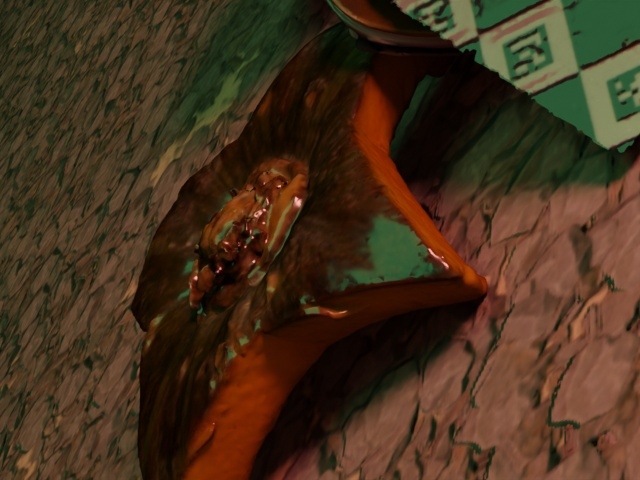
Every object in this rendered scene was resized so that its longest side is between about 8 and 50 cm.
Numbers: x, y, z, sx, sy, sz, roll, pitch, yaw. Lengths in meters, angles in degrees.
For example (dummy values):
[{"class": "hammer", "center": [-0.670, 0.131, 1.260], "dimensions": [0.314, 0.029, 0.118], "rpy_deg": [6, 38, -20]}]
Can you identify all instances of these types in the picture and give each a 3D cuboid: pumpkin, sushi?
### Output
[{"class": "pumpkin", "center": [-0.015, 0.001, 0.978], "dimensions": [0.258, 0.095, 0.290], "rpy_deg": [-43, 28, 27]}, {"class": "sushi", "center": [0.151, -0.172, 0.869], "dimensions": [0.220, 0.047, 0.231], "rpy_deg": [-53, 48, 5]}]

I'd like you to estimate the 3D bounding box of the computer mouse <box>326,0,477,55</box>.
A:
[{"class": "computer mouse", "center": [0.077, -0.214, 1.030], "dimensions": [0.310, 0.158, 0.072], "rpy_deg": [-87, -8, -52]}]
